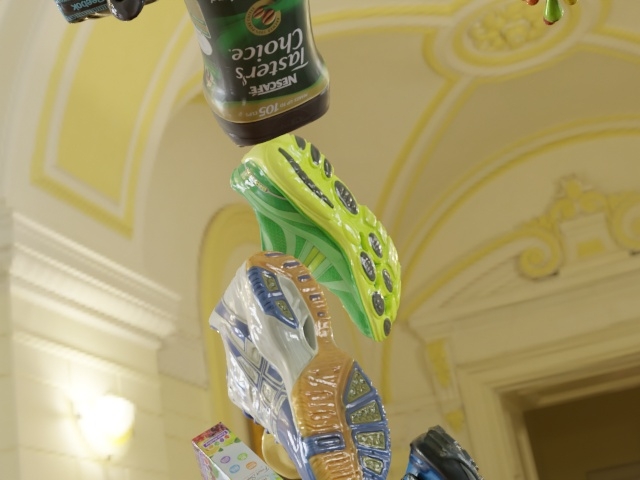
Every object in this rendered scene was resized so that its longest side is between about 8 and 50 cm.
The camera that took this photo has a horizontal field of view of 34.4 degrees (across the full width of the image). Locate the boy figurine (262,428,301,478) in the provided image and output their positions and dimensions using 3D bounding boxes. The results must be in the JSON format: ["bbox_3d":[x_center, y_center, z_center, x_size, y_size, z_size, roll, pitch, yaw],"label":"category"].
[{"bbox_3d":[0.008,0.262,1.250,0.092,0.177,0.285,-4,-13,14],"label":"boy figurine"}]

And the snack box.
[{"bbox_3d":[-0.063,0.245,0.926,0.037,0.100,0.141,-30,-51,-27],"label":"snack box"}]

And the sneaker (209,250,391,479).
[{"bbox_3d":[-0.027,0.159,1.076,0.111,0.296,0.131,8,-42,-40],"label":"sneaker"}]

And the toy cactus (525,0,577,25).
[{"bbox_3d":[0.333,-0.423,1.493,0.112,0.219,0.180,2,12,9],"label":"toy cactus"}]

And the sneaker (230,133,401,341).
[{"bbox_3d":[0.000,0.000,1.269,0.123,0.109,0.295,-19,-65,38],"label":"sneaker"}]

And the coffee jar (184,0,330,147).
[{"bbox_3d":[-0.049,-0.159,0.754,0.096,0.079,0.184,-25,-43,-13],"label":"coffee jar"}]

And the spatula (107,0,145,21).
[{"bbox_3d":[-0.138,-0.290,0.694,0.084,0.297,0.030,-8,-11,26],"label":"spatula"}]

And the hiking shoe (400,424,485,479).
[{"bbox_3d":[0.110,0.337,1.142,0.132,0.113,0.304,-23,-49,-26],"label":"hiking shoe"}]

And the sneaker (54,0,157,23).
[{"bbox_3d":[-0.272,-0.388,1.372,0.139,0.341,0.125,-22,-64,11],"label":"sneaker"}]
